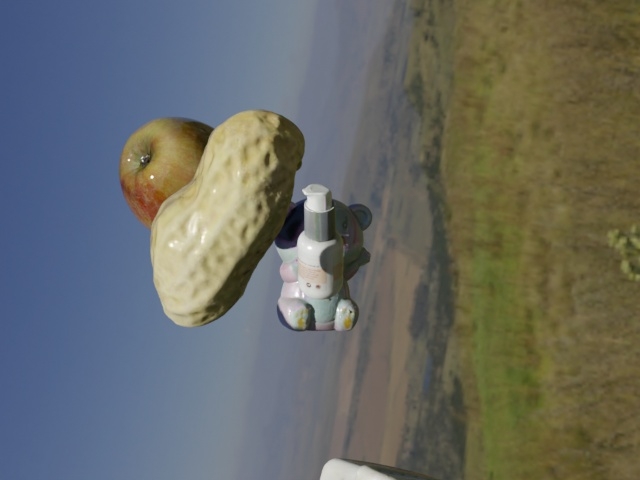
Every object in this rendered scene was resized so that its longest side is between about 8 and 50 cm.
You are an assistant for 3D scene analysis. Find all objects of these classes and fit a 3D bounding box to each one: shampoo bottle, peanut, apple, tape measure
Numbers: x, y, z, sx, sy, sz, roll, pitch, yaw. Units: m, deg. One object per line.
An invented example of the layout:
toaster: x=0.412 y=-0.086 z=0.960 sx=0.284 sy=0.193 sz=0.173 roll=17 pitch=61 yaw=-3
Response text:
shampoo bottle: x=0.000 y=0.000 z=1.496 sx=0.074 sy=0.074 sz=0.192 roll=-80 pitch=-8 yaw=-58
peanut: x=-0.127 y=-0.029 z=1.224 sx=0.313 sy=0.152 sz=0.152 roll=-57 pitch=10 yaw=25
apple: x=-0.291 y=-0.126 z=1.942 sx=0.234 sy=0.257 sz=0.256 roll=19 pitch=-101 yaw=-48
tape measure: x=0.146 y=0.510 z=1.864 sx=0.265 sy=0.258 sz=0.130 roll=-3 pitch=74 yaw=57

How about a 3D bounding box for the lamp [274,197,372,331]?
lamp: x=-0.010 y=0.048 z=2.202 sx=0.247 sy=0.247 sz=0.301 roll=-164 pitch=76 yaw=-74
